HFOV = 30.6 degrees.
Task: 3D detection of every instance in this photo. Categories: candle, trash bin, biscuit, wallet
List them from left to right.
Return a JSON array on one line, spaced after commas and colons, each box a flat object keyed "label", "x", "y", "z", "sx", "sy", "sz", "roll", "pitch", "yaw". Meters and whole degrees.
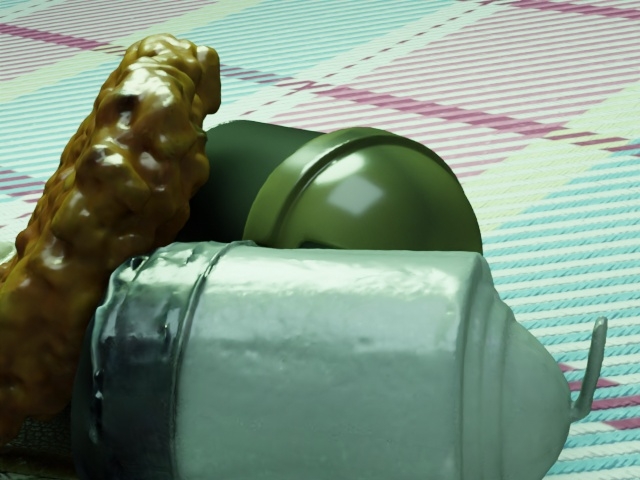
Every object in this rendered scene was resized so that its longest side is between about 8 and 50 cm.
[{"label": "wallet", "x": -0.229, "y": 0.158, "z": 0.988, "sx": 0.243, "sy": 0.039, "sz": 0.133, "roll": 1, "pitch": 22, "yaw": 23}, {"label": "biscuit", "x": -0.185, "y": -0.015, "z": 0.979, "sx": 0.110, "sy": 0.318, "sz": 0.312, "roll": 31, "pitch": 16, "yaw": -13}, {"label": "trash bin", "x": 0.000, "y": 0.000, "z": 1.036, "sx": 0.214, "sy": 0.214, "sz": 0.333, "roll": -25, "pitch": 24, "yaw": -28}, {"label": "candle", "x": 0.020, "y": 0.111, "z": 0.796, "sx": 0.342, "sy": 0.221, "sz": 0.221, "roll": 3, "pitch": 28, "yaw": 16}]

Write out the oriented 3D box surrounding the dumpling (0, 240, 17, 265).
[{"label": "dumpling", "x": -0.422, "y": 0.059, "z": 1.153, "sx": 0.193, "sy": 0.147, "sz": 0.258, "roll": -24, "pitch": 4, "yaw": 40}]
